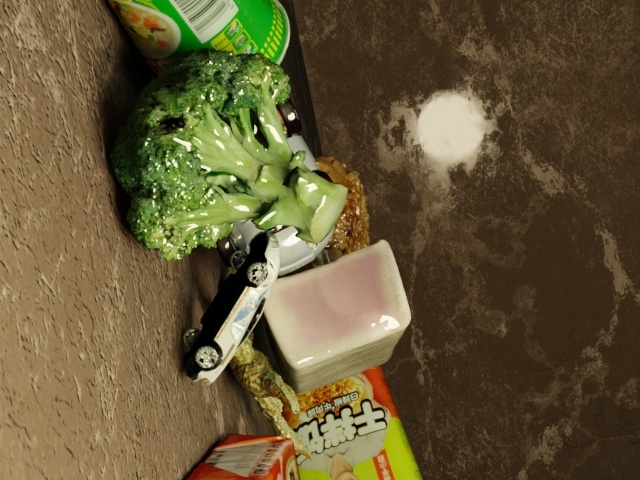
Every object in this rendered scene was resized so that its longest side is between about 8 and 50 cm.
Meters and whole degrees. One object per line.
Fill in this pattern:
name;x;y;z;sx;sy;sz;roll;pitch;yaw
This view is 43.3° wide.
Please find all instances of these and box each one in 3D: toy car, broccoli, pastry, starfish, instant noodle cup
toy car;-0.106;0.083;0.992;0.056;0.205;0.095;33;-4;-22
toy car;-0.094;-0.076;1.160;0.270;0.180;0.212;63;-7;6
broccoli;-0.104;-0.083;0.920;0.270;0.270;0.270;-57;168;-20
pastry;0.000;0.000;1.517;0.284;0.184;0.315;49;59;-81
starfish;-0.090;0.193;1.196;0.347;0.078;0.358;-160;-131;-76
instant noodle cup;-0.171;-0.301;0.984;0.232;0.207;0.207;52;28;-61
instant noodle cup;0.047;0.391;1.457;0.294;0.294;0.308;67;7;-61

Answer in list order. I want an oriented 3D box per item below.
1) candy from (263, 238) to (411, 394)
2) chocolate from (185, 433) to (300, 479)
candy;0.022;0.134;1.283;0.358;0.208;0.145;95;-26;-72
chocolate;-0.080;0.378;0.998;0.235;0.108;0.237;-6;87;-82
